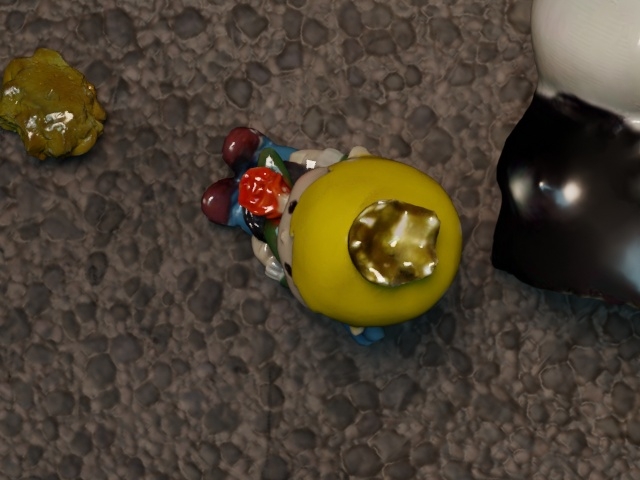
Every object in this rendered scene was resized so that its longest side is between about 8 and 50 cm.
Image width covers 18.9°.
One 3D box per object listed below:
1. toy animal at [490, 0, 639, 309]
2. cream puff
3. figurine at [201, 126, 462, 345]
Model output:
[{"bbox_3d":[0.229,-0.081,1.252,0.213,0.212,0.266,14,101,4],"label":"toy animal"},{"bbox_3d":[-0.194,-0.092,1.367,0.083,0.083,0.058,12,139,-6],"label":"cream puff"},{"bbox_3d":[0.003,-0.014,1.261,0.185,0.234,0.127,32,99,3],"label":"figurine"}]
